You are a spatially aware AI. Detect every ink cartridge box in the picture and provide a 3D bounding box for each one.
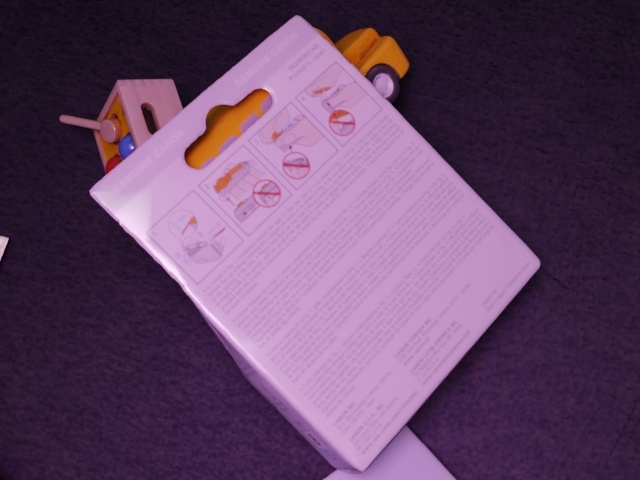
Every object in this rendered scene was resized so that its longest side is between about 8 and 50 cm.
[{"bbox_3d":[0.000,0.000,0.946,0.385,0.091,0.308,45,70,-1],"label":"ink cartridge box"}]

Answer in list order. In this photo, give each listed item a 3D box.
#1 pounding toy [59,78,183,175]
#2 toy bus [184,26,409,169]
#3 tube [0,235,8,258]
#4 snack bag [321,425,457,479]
[{"bbox_3d":[-0.232,-0.124,1.071,0.100,0.130,0.141,-9,69,-34],"label":"pounding toy"},{"bbox_3d":[-0.049,-0.126,1.016,0.333,0.108,0.130,-50,115,-17],"label":"toy bus"},{"bbox_3d":[-0.513,0.010,1.108,0.240,0.062,0.070,15,120,5],"label":"tube"},{"bbox_3d":[0.064,0.379,0.849,0.342,0.037,0.323,-29,61,-29],"label":"snack bag"}]
